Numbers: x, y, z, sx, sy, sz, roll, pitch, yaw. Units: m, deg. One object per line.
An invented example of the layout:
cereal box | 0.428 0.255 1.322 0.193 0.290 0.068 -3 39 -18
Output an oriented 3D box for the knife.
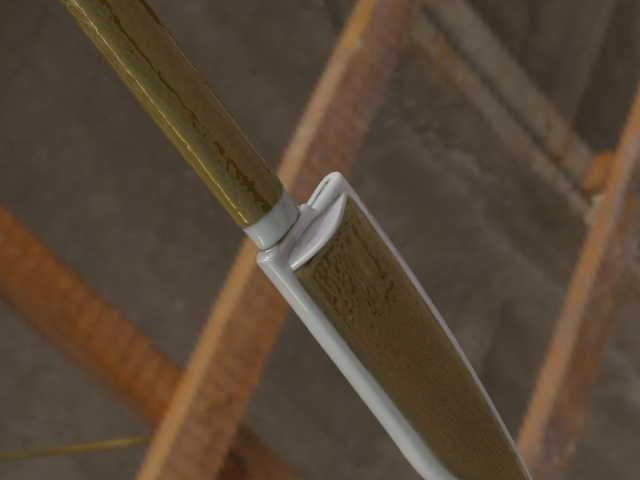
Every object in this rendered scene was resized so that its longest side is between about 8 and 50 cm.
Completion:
knife | 0.001 0.000 0.577 0.256 0.022 0.046 53 -132 -24
